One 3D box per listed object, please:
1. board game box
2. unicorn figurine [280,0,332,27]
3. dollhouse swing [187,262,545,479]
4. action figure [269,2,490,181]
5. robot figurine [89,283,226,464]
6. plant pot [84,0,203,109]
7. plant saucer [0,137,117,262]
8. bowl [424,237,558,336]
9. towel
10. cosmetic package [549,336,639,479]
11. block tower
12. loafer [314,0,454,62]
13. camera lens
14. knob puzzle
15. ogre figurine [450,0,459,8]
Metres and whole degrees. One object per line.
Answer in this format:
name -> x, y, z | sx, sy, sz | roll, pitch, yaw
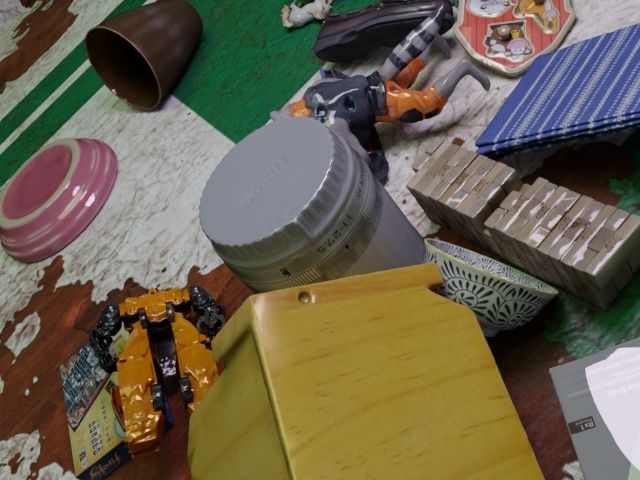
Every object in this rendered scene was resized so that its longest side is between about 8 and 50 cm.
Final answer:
board game box -> -0.337, 0.248, 1.212 | 0.165, 0.042, 0.243 | -38, 42, 6
unicorn figurine -> -0.017, -0.493, 1.578 | 0.161, 0.060, 0.111 | -29, 41, 39
dollhouse swing -> 0.025, 0.268, 0.850 | 0.314, 0.305, 0.347 | -9, 60, -16
action figure -> 0.067, -0.255, 1.229 | 0.330, 0.179, 0.341 | -27, 46, 3
robot figurine -> -0.233, 0.183, 1.123 | 0.210, 0.085, 0.291 | -11, 41, -12
plant pot -> -0.385, -0.459, 1.733 | 0.215, 0.215, 0.230 | 7, 48, 41
plant saucer -> -0.611, -0.109, 1.686 | 0.332, 0.084, 0.332 | -21, 45, 23
bowl -> 0.190, 0.065, 0.899 | 0.170, 0.170, 0.080 | 29, 101, 47
towel -> 0.378, -0.205, 0.970 | 0.335, 0.040, 0.243 | -6, 40, 52
cosmetic package -> 0.314, 0.221, 0.696 | 0.127, 0.107, 0.238 | -24, 42, 16
block tower -> 0.252, -0.029, 0.958 | 0.091, 0.097, 0.335 | -49, 40, -7
loafer -> 0.104, -0.396, 1.331 | 0.302, 0.109, 0.095 | -3, 79, 45
camera lens -> 0.000, 0.000, 0.986 | 0.219, 0.274, 0.220 | -21, 46, 23
knob puzzle -> 0.305, -0.351, 1.186 | 0.213, 0.030, 0.213 | -7, 67, 16
ogre figurine -> 0.235, -0.474, 1.336 | 0.118, 0.097, 0.197 | -3, 66, 22
